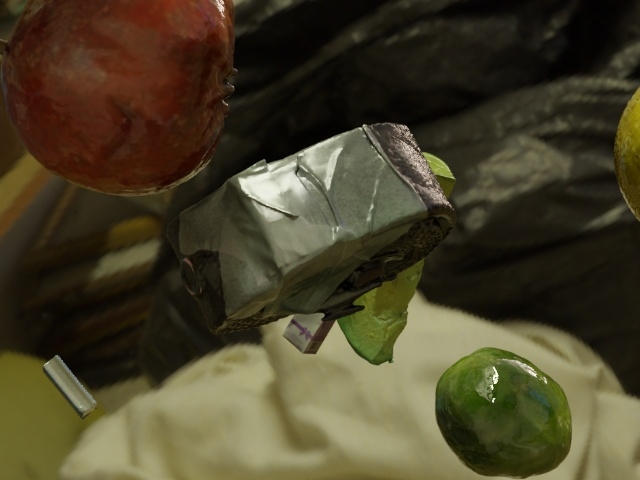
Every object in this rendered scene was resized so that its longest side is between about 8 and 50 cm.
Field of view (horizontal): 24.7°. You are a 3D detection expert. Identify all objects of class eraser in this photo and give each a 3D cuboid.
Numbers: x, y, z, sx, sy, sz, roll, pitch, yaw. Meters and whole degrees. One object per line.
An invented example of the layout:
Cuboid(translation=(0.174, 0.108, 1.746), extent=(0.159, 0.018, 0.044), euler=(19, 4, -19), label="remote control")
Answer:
Cuboid(translation=(-0.331, 0.194, 1.924), extent=(0.027, 0.084, 0.063), euler=(-39, -4, -17), label="eraser")

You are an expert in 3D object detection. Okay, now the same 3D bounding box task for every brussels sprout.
Cuboid(translation=(0.210, 0.198, 1.697), extent=(0.161, 0.144, 0.181), euler=(0, 11, -12), label="brussels sprout")

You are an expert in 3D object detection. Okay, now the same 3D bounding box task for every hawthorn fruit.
Cuboid(translation=(-0.212, -0.161, 1.354), extent=(0.272, 0.242, 0.242), euler=(5, 27, -5), label="hawthorn fruit")

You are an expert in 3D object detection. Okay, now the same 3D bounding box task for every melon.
Cuboid(translation=(0.091, 0.017, 2.182), extent=(0.124, 0.196, 0.323), euler=(22, 97, 50), label="melon")

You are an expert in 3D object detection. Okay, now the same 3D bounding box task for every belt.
Cuboid(translation=(0.000, 0.000, 1.465), extent=(0.289, 0.164, 0.184), euler=(-20, -18, -27), label="belt")

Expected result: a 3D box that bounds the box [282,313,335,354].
Cuboid(translation=(-0.004, 0.104, 2.097), extent=(0.050, 0.036, 0.117), euler=(37, 107, 29), label="box")

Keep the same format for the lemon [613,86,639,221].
Cuboid(translation=(0.355, -0.082, 1.343), extent=(0.173, 0.173, 0.206), euler=(-18, 43, 29), label="lemon")
